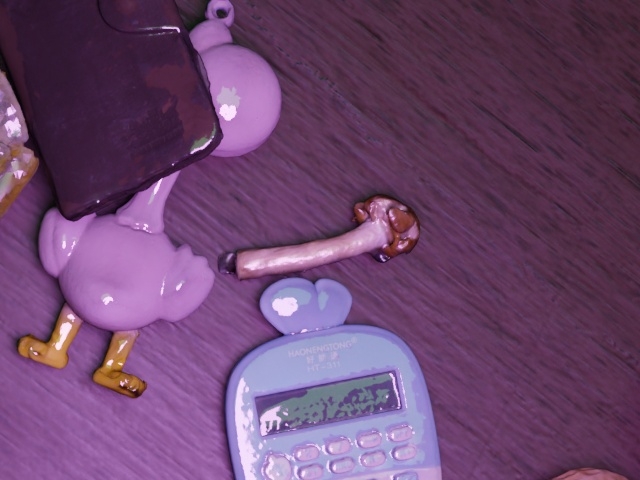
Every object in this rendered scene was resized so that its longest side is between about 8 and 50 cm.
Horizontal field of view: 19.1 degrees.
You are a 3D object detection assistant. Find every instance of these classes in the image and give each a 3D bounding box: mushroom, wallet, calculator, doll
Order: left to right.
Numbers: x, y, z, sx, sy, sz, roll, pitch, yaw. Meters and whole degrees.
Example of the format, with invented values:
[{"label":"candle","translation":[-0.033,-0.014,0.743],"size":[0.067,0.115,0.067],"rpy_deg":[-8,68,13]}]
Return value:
[{"label":"wallet","translation":[-0.202,-0.181,1.649],"size":[0.165,0.042,0.309],"rpy_deg":[-25,70,7]},{"label":"doll","translation":[-0.145,-0.050,1.672],"size":[0.160,0.094,0.365],"rpy_deg":[21,76,2]},{"label":"mushroom","translation":[0.000,0.000,1.713],"size":[0.187,0.060,0.061],"rpy_deg":[-12,116,-10]},{"label":"calculator","translation":[0.011,0.180,1.695],"size":[0.188,0.042,0.303],"rpy_deg":[-9,84,-12]}]

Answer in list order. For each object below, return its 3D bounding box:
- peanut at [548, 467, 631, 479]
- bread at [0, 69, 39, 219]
[{"label":"peanut","translation":[0.211,0.263,1.703],"size":[0.228,0.085,0.104],"rpy_deg":[-19,95,-16]},{"label":"bread","translation":[-0.353,-0.046,1.596],"size":[0.186,0.124,0.257],"rpy_deg":[34,83,-28]}]
